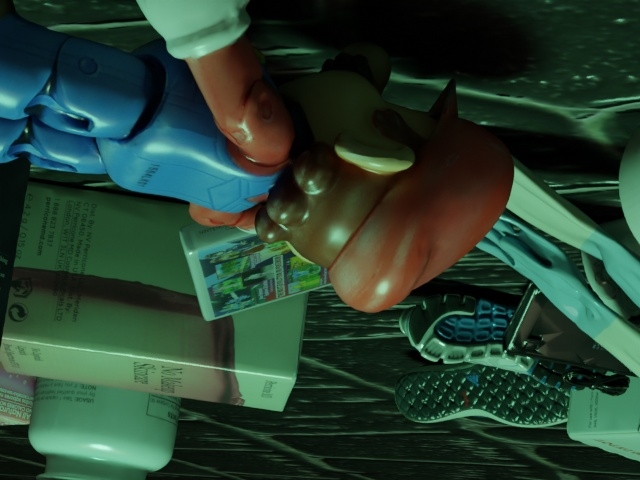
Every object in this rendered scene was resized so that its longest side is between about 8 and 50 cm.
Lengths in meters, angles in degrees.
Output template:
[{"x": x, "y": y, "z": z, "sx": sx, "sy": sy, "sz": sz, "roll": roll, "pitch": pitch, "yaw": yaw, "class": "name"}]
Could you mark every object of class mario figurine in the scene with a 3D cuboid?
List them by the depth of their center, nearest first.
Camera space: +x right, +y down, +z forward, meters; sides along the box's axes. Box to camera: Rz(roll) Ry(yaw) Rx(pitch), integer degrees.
[{"x": -0.047, "y": -0.078, "z": 0.912, "sx": 0.320, "sy": 0.170, "sz": 0.198, "roll": 16, "pitch": -170, "yaw": -14, "class": "mario figurine"}]

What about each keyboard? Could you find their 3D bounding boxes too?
[{"x": 0.241, "y": 0.084, "z": 1.418, "sx": 0.180, "sy": 0.023, "sz": 0.108, "roll": 11, "pitch": 125, "yaw": -12, "class": "keyboard"}]

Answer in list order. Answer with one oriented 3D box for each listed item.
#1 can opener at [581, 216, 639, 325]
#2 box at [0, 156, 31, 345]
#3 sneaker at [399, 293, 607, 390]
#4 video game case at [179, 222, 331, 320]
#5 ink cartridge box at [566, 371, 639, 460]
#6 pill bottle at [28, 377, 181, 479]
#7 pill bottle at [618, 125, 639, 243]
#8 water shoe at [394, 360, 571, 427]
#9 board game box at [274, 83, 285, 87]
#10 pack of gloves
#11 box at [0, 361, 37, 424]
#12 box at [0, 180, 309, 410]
[{"x": 0.272, "y": 0.000, "z": 1.120, "sx": 0.093, "sy": 0.074, "sz": 0.280, "roll": -24, "pitch": -177, "yaw": -29, "class": "can opener"}, {"x": -0.294, "y": -0.004, "z": 1.167, "sx": 0.156, "sy": 0.158, "sz": 0.093, "roll": -1, "pitch": 164, "yaw": 26, "class": "box"}, {"x": 0.155, "y": 0.079, "z": 1.463, "sx": 0.190, "sy": 0.071, "sz": 0.083, "roll": 14, "pitch": 178, "yaw": -14, "class": "sneaker"}, {"x": 0.000, "y": 0.000, "z": 1.172, "sx": 0.183, "sy": 0.023, "sz": 0.201, "roll": -16, "pitch": 166, "yaw": -5, "class": "video game case"}, {"x": 0.349, "y": 0.148, "z": 1.549, "sx": 0.208, "sy": 0.087, "sz": 0.153, "roll": -8, "pitch": 159, "yaw": 43, "class": "ink cartridge box"}, {"x": -0.190, "y": 0.146, "z": 1.529, "sx": 0.131, "sy": 0.229, "sz": 0.131, "roll": 8, "pitch": 165, "yaw": 2, "class": "pill bottle"}, {"x": 0.239, "y": -0.049, "z": 0.822, "sx": 0.121, "sy": 0.121, "sz": 0.221, "roll": 12, "pitch": 164, "yaw": -16, "class": "pill bottle"}, {"x": 0.172, "y": 0.137, "z": 1.673, "sx": 0.203, "sy": 0.073, "sz": 0.080, "roll": -2, "pitch": -171, "yaw": 29, "class": "water shoe"}, {"x": -0.093, "y": -0.073, "z": 1.073, "sx": 0.126, "sy": 0.026, "sz": 0.186, "roll": 22, "pitch": 159, "yaw": -39, "class": "board game box"}, {"x": 0.191, "y": 0.018, "z": 1.126, "sx": 0.232, "sy": 0.046, "sz": 0.195, "roll": 39, "pitch": 168, "yaw": 7, "class": "pack of gloves"}, {"x": -0.398, "y": 0.066, "z": 1.505, "sx": 0.154, "sy": 0.142, "sz": 0.300, "roll": -6, "pitch": 160, "yaw": 39, "class": "box"}, {"x": -0.128, "y": 0.047, "z": 1.337, "sx": 0.232, "sy": 0.127, "sz": 0.148, "roll": 9, "pitch": 164, "yaw": -2, "class": "box"}]
